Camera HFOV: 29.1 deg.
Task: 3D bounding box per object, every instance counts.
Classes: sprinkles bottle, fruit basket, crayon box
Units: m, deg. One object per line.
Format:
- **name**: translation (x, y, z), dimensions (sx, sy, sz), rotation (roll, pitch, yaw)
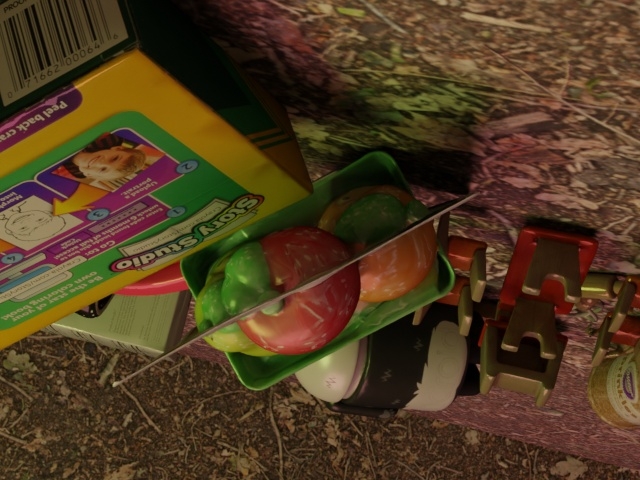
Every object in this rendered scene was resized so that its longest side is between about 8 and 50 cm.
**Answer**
- **sprinkles bottle**: translation (0.483, 0.198, 1.719), dimensions (0.121, 0.121, 0.355), rotation (14, 168, -3)
- **fruit basket**: translation (-0.013, 0.021, 1.115), dimensions (0.327, 0.165, 0.353), rotation (-28, 174, 6)
- **crayon box**: translation (-0.232, -0.050, 1.018), dimensions (0.363, 0.106, 0.313), rotation (-26, 156, 14)

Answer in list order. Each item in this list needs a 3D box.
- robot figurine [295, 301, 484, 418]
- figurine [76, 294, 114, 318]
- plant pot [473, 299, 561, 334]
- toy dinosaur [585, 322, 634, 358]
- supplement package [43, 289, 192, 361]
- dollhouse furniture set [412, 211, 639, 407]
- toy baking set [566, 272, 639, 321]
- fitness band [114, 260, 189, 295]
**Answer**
- **robot figurine**: translation (0.093, 0.141, 1.675), dimensions (0.278, 0.209, 0.173), rotation (6, 174, -18)
- **figurine**: translation (-0.353, -0.027, 1.519), dimensions (0.209, 0.215, 0.092), rotation (16, -147, 6)
- **plant pot**: translation (0.253, 0.124, 1.849), dimensions (0.236, 0.032, 0.236), rotation (13, 168, 3)
- **toy dinosaur**: translation (0.400, 0.135, 1.625), dimensions (0.093, 0.053, 0.183), rotation (0, 175, -17)
- **supplement package**: translation (-0.277, 0.044, 1.671), dimensions (0.203, 0.194, 0.149), rotation (14, 169, 2)
- **dollhouse furniture set**: translation (0.243, 0.065, 1.383), dimensions (0.262, 0.135, 0.259), rotation (12, 146, 4)
- **toy baking set**: translation (0.345, 0.077, 1.539), dimensions (0.256, 0.030, 0.197), rotation (4, 165, 36)
- **fitness band**: translation (-0.181, -0.022, 1.382), dimensions (0.291, 0.054, 0.209), rotation (-17, 141, 24)
